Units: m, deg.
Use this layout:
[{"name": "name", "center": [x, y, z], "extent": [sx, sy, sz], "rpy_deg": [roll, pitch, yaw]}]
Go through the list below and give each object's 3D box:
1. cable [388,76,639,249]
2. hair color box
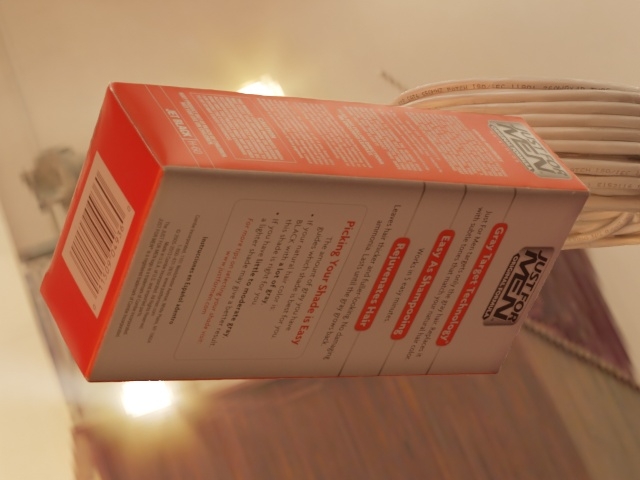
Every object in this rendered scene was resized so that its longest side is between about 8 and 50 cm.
[{"name": "cable", "center": [0.166, -0.049, 1.193], "extent": [0.257, 0.089, 0.257], "rpy_deg": [-4, -12, 34]}, {"name": "hair color box", "center": [0.000, 0.000, 0.467], "extent": [0.141, 0.043, 0.072], "rpy_deg": [3, -55, -33]}]
